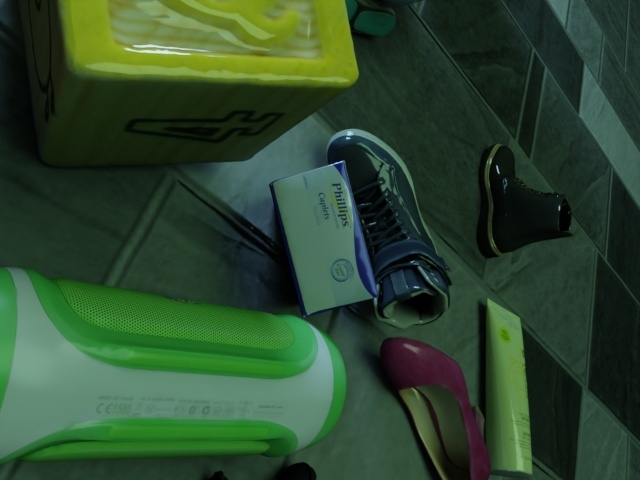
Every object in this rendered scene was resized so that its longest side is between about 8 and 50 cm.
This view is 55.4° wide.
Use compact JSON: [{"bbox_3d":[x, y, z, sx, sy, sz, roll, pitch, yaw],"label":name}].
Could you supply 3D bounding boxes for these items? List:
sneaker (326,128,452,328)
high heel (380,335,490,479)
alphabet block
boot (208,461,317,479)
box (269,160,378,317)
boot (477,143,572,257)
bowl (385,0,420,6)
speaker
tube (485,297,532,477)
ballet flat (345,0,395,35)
[{"bbox_3d":[0.074,-0.008,0.674,0.226,0.086,0.163,57,20,-18],"label":"sneaker"},{"bbox_3d":[0.133,0.215,0.716,0.244,0.082,0.117,55,36,-37],"label":"high heel"},{"bbox_3d":[-0.112,-0.171,0.459,0.193,0.197,0.192,-8,84,-30],"label":"alphabet block"},{"bbox_3d":[-0.061,0.237,0.542,0.099,0.045,0.121,43,53,-25],"label":"boot"},{"bbox_3d":[0.000,0.000,0.594,0.072,0.137,0.126,-15,89,-3],"label":"box"},{"bbox_3d":[0.324,-0.074,0.944,0.077,0.137,0.198,26,61,-38],"label":"boot"},{"bbox_3d":[0.153,-0.403,0.756,0.311,0.311,0.163,-43,120,-43],"label":"bowl"},{"bbox_3d":[-0.120,0.101,0.457,0.296,0.131,0.131,16,68,-42],"label":"speaker"},{"bbox_3d":[0.265,0.207,0.869,0.070,0.062,0.240,82,14,-61],"label":"tube"},{"bbox_3d":[0.031,-0.298,0.782,0.168,0.057,0.052,-4,53,-49],"label":"ballet flat"}]
